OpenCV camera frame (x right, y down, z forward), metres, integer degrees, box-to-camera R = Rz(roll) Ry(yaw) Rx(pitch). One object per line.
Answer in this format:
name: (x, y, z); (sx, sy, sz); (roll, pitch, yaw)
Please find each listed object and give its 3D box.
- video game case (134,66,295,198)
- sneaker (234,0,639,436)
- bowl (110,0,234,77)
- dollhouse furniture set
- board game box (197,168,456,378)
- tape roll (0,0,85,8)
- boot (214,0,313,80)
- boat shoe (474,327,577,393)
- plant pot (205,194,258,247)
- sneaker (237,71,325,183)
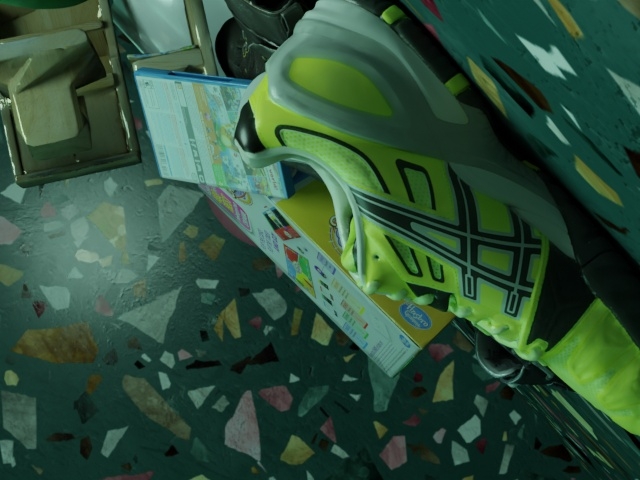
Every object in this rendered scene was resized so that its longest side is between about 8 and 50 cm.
video game case: (-0.104, -0.105, 1.456); (0.166, 0.015, 0.119); (11, 125, 36)
sneaker: (0.099, 0.004, 1.054); (0.384, 0.147, 0.145); (46, 177, -3)
bowl: (-0.184, -0.289, 1.962); (0.298, 0.134, 0.298); (47, 178, 2)
dollhouse furniture set: (-0.311, -0.216, 1.696); (0.394, 0.362, 0.256); (134, 123, -85)
board game box: (0.000, 0.000, 1.584); (0.316, 0.064, 0.242); (45, 168, 5)
tape roll: (-0.340, -0.364, 1.494); (0.321, 0.077, 0.321); (26, -147, -18)
boot: (-0.054, -0.212, 1.429); (0.263, 0.091, 0.229); (41, 170, 42)
boat shoe: (0.201, 0.096, 1.487); (0.108, 0.102, 0.301); (47, 178, 32)
plant pot: (-0.038, -0.106, 1.810); (0.201, 0.201, 0.180); (47, 163, 9)
sneaker: (0.073, -0.066, 1.280); (0.296, 0.104, 0.147); (27, -172, 42)
